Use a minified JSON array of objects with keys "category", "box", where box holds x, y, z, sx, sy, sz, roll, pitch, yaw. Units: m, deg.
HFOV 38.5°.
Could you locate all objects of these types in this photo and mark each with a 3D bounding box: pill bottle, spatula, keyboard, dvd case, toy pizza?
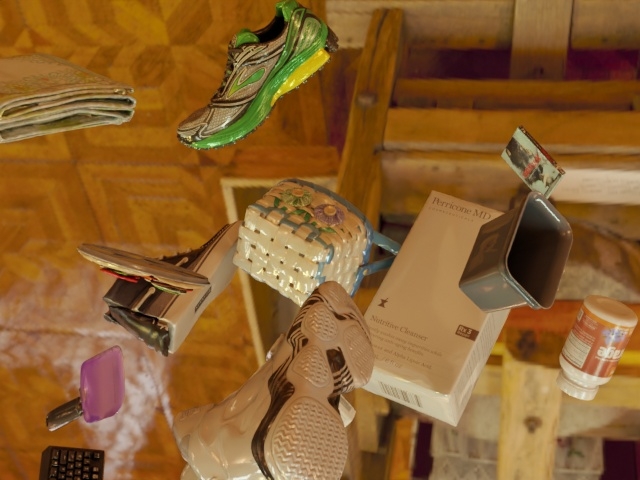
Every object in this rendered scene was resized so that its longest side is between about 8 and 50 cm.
[{"category":"pill bottle","box":[0.605,0.240,2.031,0.121,0.121,0.216,17,111,-1]},{"category":"spatula","box":[-0.318,0.215,1.211,0.030,0.084,0.296,2,158,-30]},{"category":"keyboard","box":[-0.281,0.330,1.079,0.108,0.180,0.023,14,139,-23]},{"category":"dvd case","box":[0.378,-0.137,1.636,0.119,0.013,0.087,51,152,18]},{"category":"toy pizza","box":[-0.262,0.045,1.349,0.201,0.201,0.032,16,90,-1]}]

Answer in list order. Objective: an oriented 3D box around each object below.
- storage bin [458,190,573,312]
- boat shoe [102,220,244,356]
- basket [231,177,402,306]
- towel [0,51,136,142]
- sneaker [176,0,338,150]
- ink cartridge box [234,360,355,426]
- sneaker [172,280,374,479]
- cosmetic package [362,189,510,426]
[{"category":"storage bin","box":[0.227,0.025,1.071,0.098,0.135,0.091,43,142,-19]},{"category":"boat shoe","box":[-0.266,0.054,1.715,0.158,0.340,0.127,24,133,11]},{"category":"basket","box":[0.000,0.000,1.712,0.254,0.289,0.201,28,112,22]},{"category":"towel","box":[-0.577,-0.280,1.734,0.374,0.320,0.090,21,116,37]},{"category":"sneaker","box":[-0.139,-0.303,1.674,0.343,0.134,0.146,-43,122,5]},{"category":"ink cartridge box","box":[-0.075,0.323,1.685,0.224,0.056,0.181,-43,89,17]},{"category":"sneaker","box":[-0.062,0.194,1.159,0.210,0.366,0.137,-24,114,25]},{"category":"cosmetic package","box":[0.229,0.119,1.705,0.217,0.385,0.156,18,155,23]}]
